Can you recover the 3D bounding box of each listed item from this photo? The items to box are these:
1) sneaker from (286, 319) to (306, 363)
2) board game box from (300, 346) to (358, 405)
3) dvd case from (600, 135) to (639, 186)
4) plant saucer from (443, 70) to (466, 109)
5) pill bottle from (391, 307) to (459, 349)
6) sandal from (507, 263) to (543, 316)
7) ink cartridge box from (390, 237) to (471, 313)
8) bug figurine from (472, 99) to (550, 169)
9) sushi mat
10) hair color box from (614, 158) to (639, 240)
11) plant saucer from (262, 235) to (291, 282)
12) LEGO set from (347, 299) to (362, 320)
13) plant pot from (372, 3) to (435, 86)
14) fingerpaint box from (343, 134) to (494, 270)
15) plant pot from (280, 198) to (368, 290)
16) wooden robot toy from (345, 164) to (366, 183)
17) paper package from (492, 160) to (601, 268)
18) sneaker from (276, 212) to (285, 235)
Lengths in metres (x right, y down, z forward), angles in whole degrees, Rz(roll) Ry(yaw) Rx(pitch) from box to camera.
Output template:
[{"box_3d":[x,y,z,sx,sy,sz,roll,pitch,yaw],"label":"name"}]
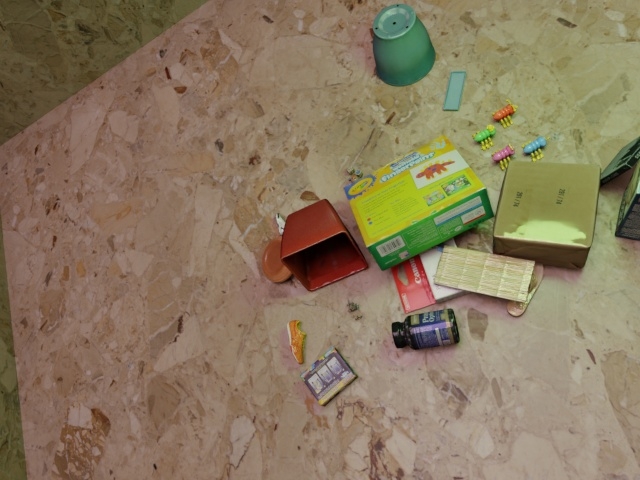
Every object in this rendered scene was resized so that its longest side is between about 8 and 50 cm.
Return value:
[{"box_3d":[-0.086,0.392,1.865,0.067,0.064,0.175,-15,68,5],"label":"sneaker"},{"box_3d":[0.031,0.504,1.781,0.170,0.048,0.141,-41,63,2],"label":"board game box"},{"box_3d":[1.018,-0.277,1.592,0.029,0.239,0.179,41,88,12],"label":"dvd case"},{"box_3d":[0.570,-0.634,2.034,0.067,0.018,0.192,8,72,24],"label":"plant saucer"},{"box_3d":[0.366,0.315,1.680,0.219,0.123,0.123,-13,66,16],"label":"pill bottle"},{"box_3d":[0.702,0.142,1.640,0.088,0.079,0.240,19,77,27],"label":"sandal"},{"box_3d":[0.391,0.092,1.791,0.261,0.066,0.297,-21,63,12],"label":"ink cartridge box"},{"box_3d":[0.724,-0.404,1.851,0.216,0.072,0.279,-33,62,7],"label":"bug figurine"},{"box_3d":[0.560,0.110,1.660,0.316,0.019,0.152,11,74,28],"label":"sushi mat"},{"box_3d":[1.008,-0.140,1.476,0.105,0.347,0.174,13,75,25],"label":"hair color box"},{"box_3d":[-0.177,0.075,2.001,0.199,0.037,0.200,-14,69,38],"label":"plant saucer"},{"box_3d":[0.130,0.268,1.853,0.054,0.023,0.083,-16,78,18],"label":"LEGO set"},{"box_3d":[0.345,-0.860,2.076,0.271,0.255,0.272,-7,67,18],"label":"plant pot"},{"box_3d":[0.348,-0.145,1.787,0.444,0.163,0.371,-28,41,9],"label":"fingerpaint box"},{"box_3d":[0.000,0.000,1.888,0.267,0.267,0.236,-23,49,12],"label":"plant pot"},{"box_3d":[0.155,-0.258,2.015,0.076,0.079,0.173,-26,63,11],"label":"wooden robot toy"},{"box_3d":[0.766,-0.096,1.640,0.309,0.168,0.325,8,66,25],"label":"paper package"},{"box_3d":[-0.168,-0.072,2.097,0.043,0.040,0.109,-16,67,-3],"label":"sneaker"}]
